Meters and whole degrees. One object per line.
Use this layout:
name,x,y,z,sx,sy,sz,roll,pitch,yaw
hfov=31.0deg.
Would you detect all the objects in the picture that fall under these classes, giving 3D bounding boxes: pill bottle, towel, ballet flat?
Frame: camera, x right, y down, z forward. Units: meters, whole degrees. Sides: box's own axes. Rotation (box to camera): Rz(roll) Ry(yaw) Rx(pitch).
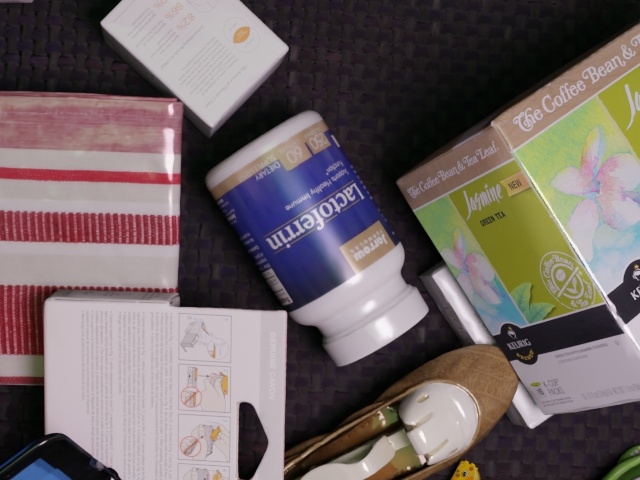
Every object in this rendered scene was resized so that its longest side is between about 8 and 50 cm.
pill bottle,0.000,0.000,1.296,0.153,0.153,0.264,-33,93,-9
towel,-0.275,0.001,1.278,0.237,0.037,0.328,2,101,-7
ballet flat,0.070,0.228,1.272,0.342,0.124,0.116,-27,89,5

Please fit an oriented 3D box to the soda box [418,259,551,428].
soda box,0.207,0.113,1.359,0.069,0.074,0.216,-34,92,-9

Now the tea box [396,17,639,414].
tea box,0.325,-0.038,1.269,0.329,0.220,0.323,-35,91,-27

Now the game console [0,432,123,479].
game console,-0.299,0.359,1.133,0.293,0.173,0.250,-36,94,-7

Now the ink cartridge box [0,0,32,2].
ink cartridge box,-0.349,-0.330,1.245,0.060,0.180,0.104,0,87,-8

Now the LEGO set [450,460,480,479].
LEGO set,0.165,0.296,1.324,0.227,0.087,0.093,18,65,36

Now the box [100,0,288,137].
box,-0.144,-0.224,1.315,0.170,0.091,0.130,44,82,-4

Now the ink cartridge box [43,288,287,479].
ink cartridge box,-0.166,0.206,1.254,0.261,0.066,0.296,2,99,3

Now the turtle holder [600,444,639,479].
turtle holder,0.412,0.343,1.301,0.320,0.227,0.243,40,83,-5
